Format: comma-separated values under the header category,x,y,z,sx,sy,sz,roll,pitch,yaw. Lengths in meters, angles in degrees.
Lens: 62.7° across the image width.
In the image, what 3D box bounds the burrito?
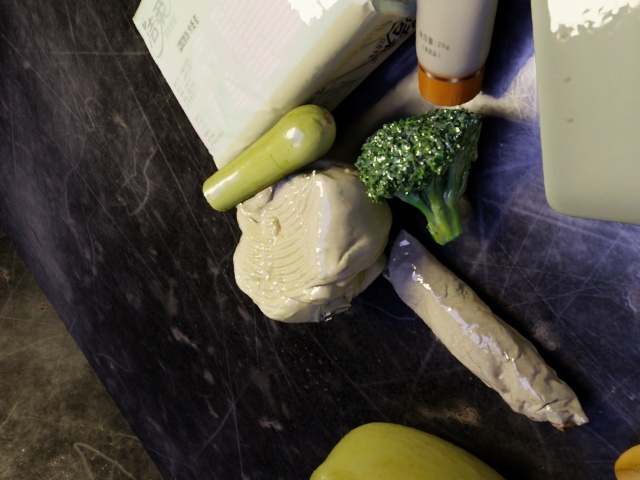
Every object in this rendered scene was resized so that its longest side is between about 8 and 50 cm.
category,x,y,z,sx,sy,sz,roll,pitch,yaw
burrito,0.241,0.145,0.838,0.392,0.076,0.117,46,144,20

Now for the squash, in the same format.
category,x,y,z,sx,sy,sz,roll,pitch,yaw
squash,-0.077,-0.124,0.798,0.250,0.083,0.083,-27,90,34

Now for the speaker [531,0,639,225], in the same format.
category,x,y,z,sx,sy,sz,roll,pitch,yaw
speaker,0.326,-0.215,0.504,0.184,0.183,0.406,8,115,48

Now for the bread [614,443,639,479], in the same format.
category,x,y,z,sx,sy,sz,roll,pitch,yaw
bread,0.511,0.279,0.619,0.142,0.091,0.305,48,140,7

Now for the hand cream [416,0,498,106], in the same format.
category,x,y,z,sx,sy,sz,roll,pitch,yaw
hand cream,0.162,-0.296,0.593,0.140,0.089,0.314,41,159,33

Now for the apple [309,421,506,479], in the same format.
category,x,y,z,sx,sy,sz,roll,pitch,yaw
apple,0.149,0.546,0.859,0.474,0.474,0.473,21,123,36

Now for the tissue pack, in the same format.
category,x,y,z,sx,sy,sz,roll,pitch,yaw
tissue pack,-0.079,-0.350,0.807,0.405,0.205,0.331,-34,84,48

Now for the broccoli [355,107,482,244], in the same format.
category,x,y,z,sx,sy,sz,roll,pitch,yaw
broccoli,0.146,-0.084,0.747,0.220,0.194,0.194,-146,42,-68

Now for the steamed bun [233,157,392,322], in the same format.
category,x,y,z,sx,sy,sz,roll,pitch,yaw
steamed bun,0.000,0.000,0.908,0.320,0.206,0.275,-13,84,52
